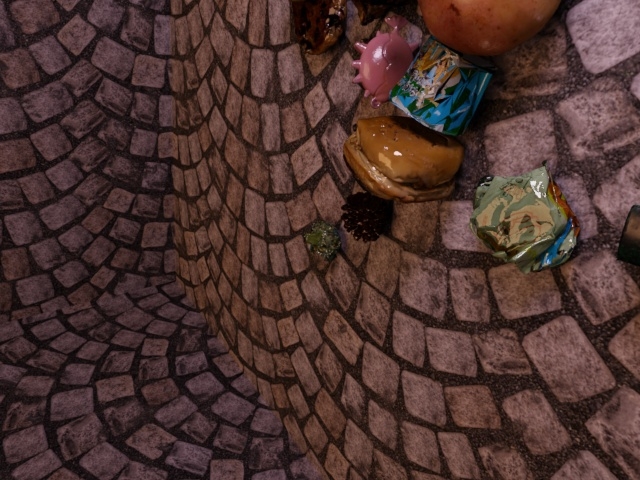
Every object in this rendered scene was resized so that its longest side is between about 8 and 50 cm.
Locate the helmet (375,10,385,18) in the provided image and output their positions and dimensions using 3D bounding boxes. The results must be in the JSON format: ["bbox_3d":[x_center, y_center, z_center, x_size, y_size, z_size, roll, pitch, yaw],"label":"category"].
[{"bbox_3d":[0.172,-0.702,1.449,0.083,0.049,0.065,0,68,29],"label":"helmet"}]

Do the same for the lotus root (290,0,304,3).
[{"bbox_3d":[-0.049,-0.838,1.555,0.190,0.094,0.108,20,115,42],"label":"lotus root"}]

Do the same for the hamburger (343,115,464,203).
[{"bbox_3d":[0.224,-0.234,1.307,0.284,0.304,0.174,48,134,35],"label":"hamburger"}]

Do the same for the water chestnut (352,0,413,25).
[{"bbox_3d":[0.164,-0.715,1.313,0.223,0.223,0.238,37,128,43],"label":"water chestnut"}]

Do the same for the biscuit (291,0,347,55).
[{"bbox_3d":[0.002,-0.810,1.630,0.289,0.081,0.334,5,101,55],"label":"biscuit"}]

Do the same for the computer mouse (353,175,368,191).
[{"bbox_3d":[0.162,-0.257,1.552,0.217,0.073,0.122,100,149,-50],"label":"computer mouse"}]

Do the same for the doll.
[{"bbox_3d":[0.191,-0.507,1.360,0.093,0.211,0.262,-144,60,-74],"label":"doll"}]

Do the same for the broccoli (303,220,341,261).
[{"bbox_3d":[0.000,0.000,1.835,0.154,0.160,0.167,-12,73,56],"label":"broccoli"}]

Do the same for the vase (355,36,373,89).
[{"bbox_3d":[0.157,-0.552,1.477,0.120,0.120,0.183,-46,50,51],"label":"vase"}]

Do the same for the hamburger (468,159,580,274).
[{"bbox_3d":[0.467,-0.045,1.167,0.276,0.150,0.261,-10,91,56],"label":"hamburger"}]

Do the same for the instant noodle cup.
[{"bbox_3d":[0.316,-0.401,1.211,0.240,0.240,0.178,53,131,31],"label":"instant noodle cup"}]

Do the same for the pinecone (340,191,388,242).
[{"bbox_3d":[0.150,-0.068,1.609,0.163,0.162,0.165,34,143,44],"label":"pinecone"}]

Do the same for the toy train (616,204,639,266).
[{"bbox_3d":[0.698,0.016,0.836,0.330,0.178,0.139,29,123,49],"label":"toy train"}]

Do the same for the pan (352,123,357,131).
[{"bbox_3d":[0.193,-0.344,1.558,0.235,0.028,0.136,34,127,41],"label":"pan"}]

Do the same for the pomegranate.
[{"bbox_3d":[0.349,-0.569,0.994,0.338,0.338,0.339,23,119,49],"label":"pomegranate"}]
